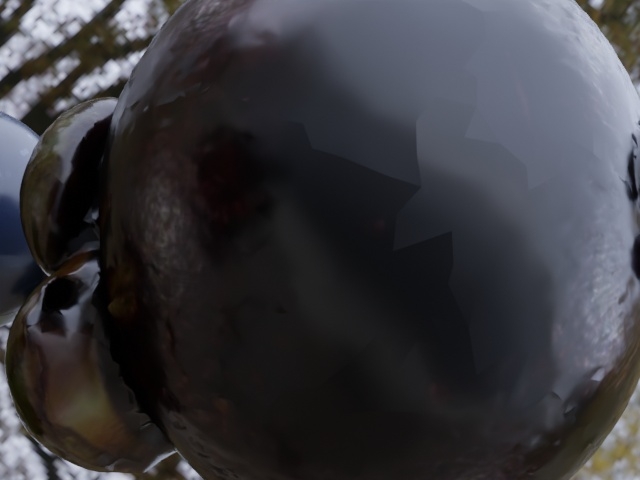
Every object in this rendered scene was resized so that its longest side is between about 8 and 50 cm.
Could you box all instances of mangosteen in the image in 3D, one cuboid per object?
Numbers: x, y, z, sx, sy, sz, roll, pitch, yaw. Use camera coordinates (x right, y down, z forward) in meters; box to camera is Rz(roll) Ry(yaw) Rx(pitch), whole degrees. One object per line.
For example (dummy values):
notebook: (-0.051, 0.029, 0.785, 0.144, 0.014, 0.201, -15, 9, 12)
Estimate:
mangosteen: (0.000, 0.000, 0.764, 0.347, 0.307, 0.307, -4, -51, 21)

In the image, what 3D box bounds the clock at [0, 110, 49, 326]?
clock: (-0.183, -0.005, 0.989, 0.243, 0.199, 0.146, 11, -71, -14)
